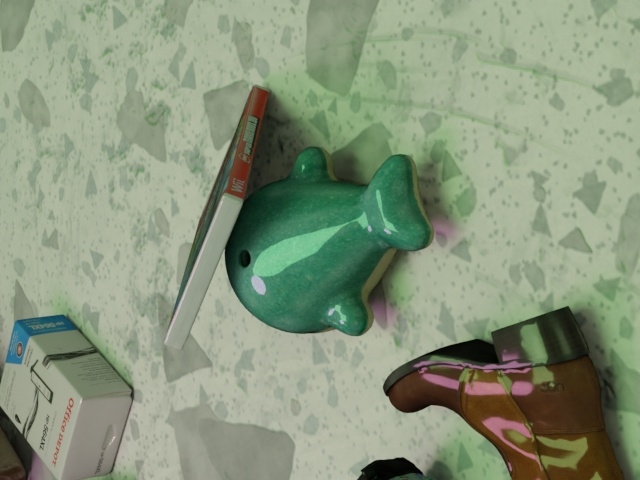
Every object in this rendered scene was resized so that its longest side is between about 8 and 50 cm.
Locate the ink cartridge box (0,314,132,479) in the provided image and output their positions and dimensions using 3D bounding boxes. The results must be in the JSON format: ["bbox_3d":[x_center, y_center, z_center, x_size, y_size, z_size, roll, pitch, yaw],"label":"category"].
[{"bbox_3d":[-0.364,0.221,2.042,0.203,0.086,0.148,40,122,41],"label":"ink cartridge box"}]

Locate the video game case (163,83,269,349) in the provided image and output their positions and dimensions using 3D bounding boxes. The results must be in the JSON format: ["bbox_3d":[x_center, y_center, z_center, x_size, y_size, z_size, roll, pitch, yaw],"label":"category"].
[{"bbox_3d":[-0.115,-0.033,1.643,0.285,0.025,0.204,-83,15,-60],"label":"video game case"}]

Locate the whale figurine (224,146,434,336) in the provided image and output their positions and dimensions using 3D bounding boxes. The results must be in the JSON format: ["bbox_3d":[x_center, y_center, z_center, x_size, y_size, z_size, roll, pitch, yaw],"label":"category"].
[{"bbox_3d":[0.000,0.000,1.554,0.272,0.141,0.216,-26,73,48],"label":"whale figurine"}]

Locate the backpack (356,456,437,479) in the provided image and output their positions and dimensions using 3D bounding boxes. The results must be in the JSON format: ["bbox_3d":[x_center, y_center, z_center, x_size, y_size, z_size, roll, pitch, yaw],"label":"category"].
[{"bbox_3d":[0.102,0.325,1.482,0.182,0.115,0.152,51,140,33],"label":"backpack"}]

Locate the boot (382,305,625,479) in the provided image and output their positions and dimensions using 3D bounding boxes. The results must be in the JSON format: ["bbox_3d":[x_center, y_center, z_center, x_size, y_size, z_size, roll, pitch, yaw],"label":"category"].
[{"bbox_3d":[0.194,0.228,1.414,0.264,0.096,0.280,-23,83,40],"label":"boot"}]

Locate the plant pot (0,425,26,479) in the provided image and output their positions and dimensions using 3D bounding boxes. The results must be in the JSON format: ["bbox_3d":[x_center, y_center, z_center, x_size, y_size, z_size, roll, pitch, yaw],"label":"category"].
[{"bbox_3d":[-0.612,0.325,2.206,0.280,0.323,0.323,38,122,23],"label":"plant pot"}]
